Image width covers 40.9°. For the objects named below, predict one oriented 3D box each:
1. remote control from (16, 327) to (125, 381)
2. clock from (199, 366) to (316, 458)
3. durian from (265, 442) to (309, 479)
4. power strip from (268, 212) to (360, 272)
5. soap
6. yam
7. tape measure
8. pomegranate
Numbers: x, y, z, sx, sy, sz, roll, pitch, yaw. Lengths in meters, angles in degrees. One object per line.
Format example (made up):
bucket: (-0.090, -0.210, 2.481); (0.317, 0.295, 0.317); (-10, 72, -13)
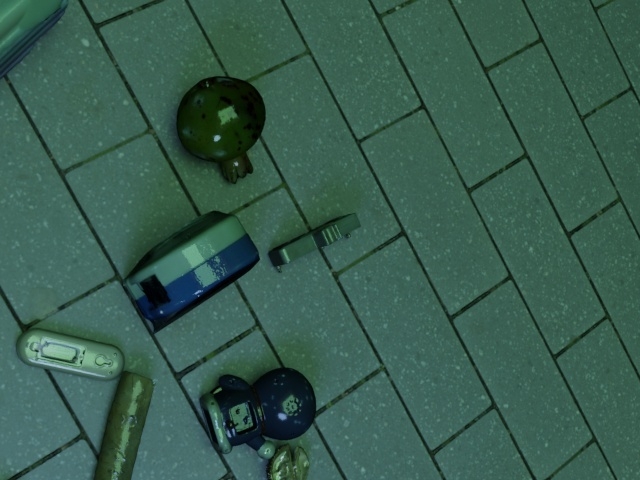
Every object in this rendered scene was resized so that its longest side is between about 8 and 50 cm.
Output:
remote control: (-0.509, 0.234, 1.759); (0.221, 0.042, 0.078); (17, 76, -21)
clock: (-0.126, 0.372, 1.862); (0.243, 0.146, 0.200); (-15, 85, -17)
durian: (-0.074, 0.524, 1.901); (0.110, 0.071, 0.140); (-7, 73, -29)
power strip: (0.000, 0.000, 1.956); (0.215, 0.145, 0.061); (-28, 94, -23)
soap: (-0.647, -0.392, 1.690); (0.109, 0.193, 0.324); (44, 69, -13)
yam: (-0.418, 0.455, 1.754); (0.083, 0.083, 0.372); (18, 78, -21)
tape measure: (-0.263, 0.053, 1.783); (0.259, 0.262, 0.138); (-35, 88, -24)
pomegranate: (-0.209, -0.243, 1.887); (0.202, 0.202, 0.248); (-35, 128, -23)
